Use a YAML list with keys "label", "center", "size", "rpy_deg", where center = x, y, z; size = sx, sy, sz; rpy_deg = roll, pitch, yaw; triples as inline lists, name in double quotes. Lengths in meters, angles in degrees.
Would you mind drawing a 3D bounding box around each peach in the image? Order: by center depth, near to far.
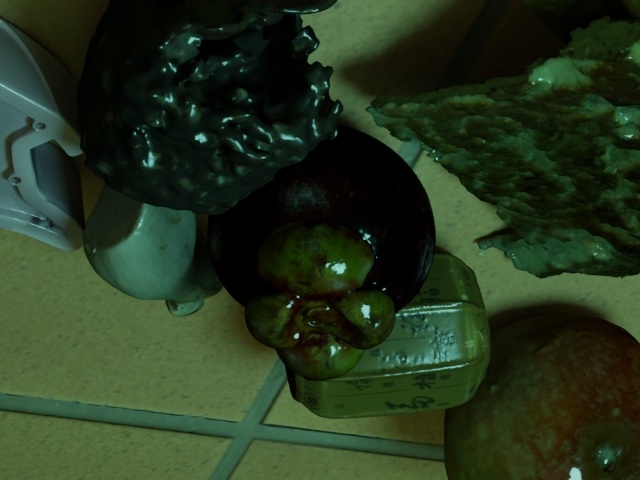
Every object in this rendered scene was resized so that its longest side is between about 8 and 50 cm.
- label: "peach"
  center: [0.233, 0.202, 1.880]
  size: [0.232, 0.257, 0.232]
  rpy_deg: [-7, 137, -7]

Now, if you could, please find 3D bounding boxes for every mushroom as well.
- label: "mushroom"
  center: [-0.135, 0.007, 1.660]
  size: [0.093, 0.116, 0.225]
  rpy_deg: [1, 154, 21]

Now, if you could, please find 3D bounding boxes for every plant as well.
- label: "plant"
  center: [-0.083, -0.135, 1.484]
  size: [0.178, 0.204, 0.234]
  rpy_deg: [15, 141, -23]

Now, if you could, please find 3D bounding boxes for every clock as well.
- label: "clock"
  center: [-0.323, -0.069, 1.591]
  size: [0.290, 0.080, 0.275]
  rpy_deg: [27, 128, -34]

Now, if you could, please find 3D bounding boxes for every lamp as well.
- label: "lamp"
  center: [0.057, 0.086, 1.790]
  size: [0.185, 0.161, 0.161]
  rpy_deg: [-8, 140, -6]

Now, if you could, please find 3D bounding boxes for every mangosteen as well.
- label: "mangosteen"
  center: [0.000, 0.000, 1.640]
  size: [0.209, 0.210, 0.210]
  rpy_deg: [-6, 139, -5]

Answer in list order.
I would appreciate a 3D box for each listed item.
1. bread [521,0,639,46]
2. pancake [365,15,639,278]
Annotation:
- label: "bread"
  center: [0.212, -0.211, 1.529]
  size: [0.087, 0.098, 0.269]
  rpy_deg: [15, 163, 46]
- label: "pancake"
  center: [0.234, -0.068, 1.653]
  size: [0.304, 0.067, 0.427]
  rpy_deg: [-2, 156, 25]
